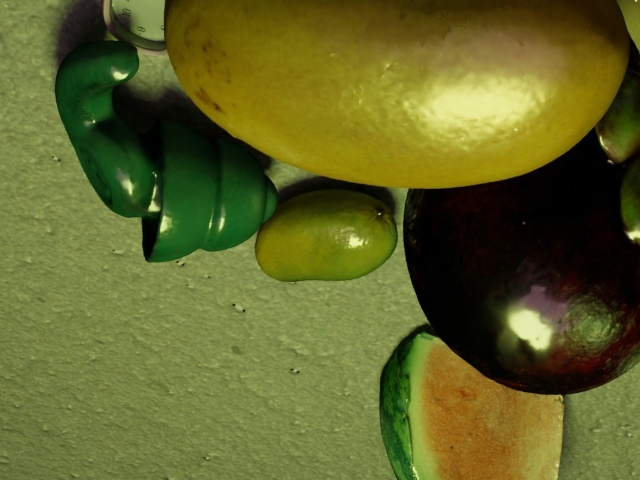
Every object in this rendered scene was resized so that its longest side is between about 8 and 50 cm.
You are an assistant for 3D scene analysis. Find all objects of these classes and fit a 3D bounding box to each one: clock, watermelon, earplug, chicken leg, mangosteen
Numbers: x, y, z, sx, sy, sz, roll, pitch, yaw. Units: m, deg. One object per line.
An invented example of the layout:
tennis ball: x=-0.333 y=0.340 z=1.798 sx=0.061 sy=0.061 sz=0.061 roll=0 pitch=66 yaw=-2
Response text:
clock: x=-0.180 y=-0.262 z=1.355 sx=0.110 sy=0.050 sz=0.152 roll=18 pitch=139 yaw=-8
watermelon: x=0.199 y=0.322 z=1.828 sx=0.292 sy=0.222 sz=0.319 roll=16 pitch=139 yaw=-13
earplug: x=-0.172 y=-0.098 z=1.491 sx=0.280 sy=0.164 sz=0.257 roll=12 pitch=111 yaw=-20
chicken leg: x=0.346 y=-0.185 z=1.362 sx=0.083 sy=0.021 sz=0.036 roll=15 pitch=130 yaw=-7
mangosteen: x=0.240 y=-0.005 z=1.368 sx=0.330 sy=0.330 sz=0.330 roll=6 pitch=139 yaw=5

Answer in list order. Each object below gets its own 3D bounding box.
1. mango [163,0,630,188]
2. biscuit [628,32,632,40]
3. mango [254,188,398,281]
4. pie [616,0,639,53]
mango: x=0.063 y=-0.185 z=1.206 sx=0.446 sy=0.232 sz=0.300 roll=9 pitch=137 yaw=27
biscuit: x=0.242 y=-0.288 z=1.243 sx=0.257 sy=0.049 sz=0.273 roll=-12 pitch=136 yaw=20
mango: x=0.000 y=-0.002 z=1.591 sx=0.191 sy=0.085 sz=0.122 roll=-11 pitch=138 yaw=21
pie: x=0.334 y=-0.227 z=1.214 sx=0.129 sy=0.068 sz=0.282 roll=-29 pitch=129 yaw=18
